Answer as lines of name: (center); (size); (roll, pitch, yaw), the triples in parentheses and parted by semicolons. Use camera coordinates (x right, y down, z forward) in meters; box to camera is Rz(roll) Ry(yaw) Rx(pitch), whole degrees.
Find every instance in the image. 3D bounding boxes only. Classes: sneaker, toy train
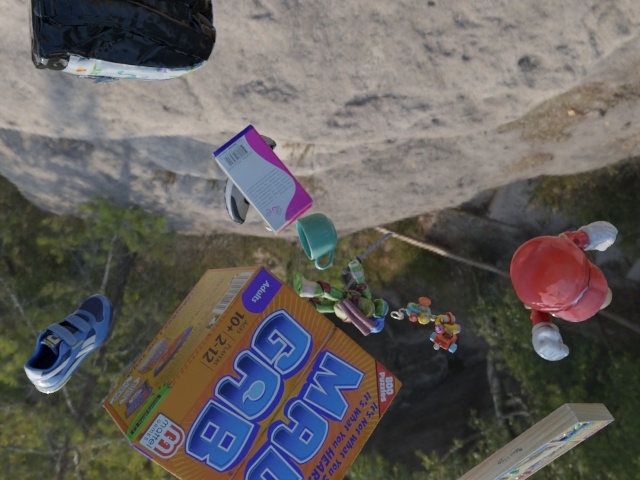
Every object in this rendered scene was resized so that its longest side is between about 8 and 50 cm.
sneaker: (-0.326, 0.127, 0.852); (0.053, 0.144, 0.059); (21, 154, 22)
toy train: (0.242, 0.174, 1.420); (0.125, 0.166, 0.046); (-12, 125, -49)
sneaker: (-0.199, -0.176, 1.862); (0.108, 0.271, 0.100); (13, 176, 16)

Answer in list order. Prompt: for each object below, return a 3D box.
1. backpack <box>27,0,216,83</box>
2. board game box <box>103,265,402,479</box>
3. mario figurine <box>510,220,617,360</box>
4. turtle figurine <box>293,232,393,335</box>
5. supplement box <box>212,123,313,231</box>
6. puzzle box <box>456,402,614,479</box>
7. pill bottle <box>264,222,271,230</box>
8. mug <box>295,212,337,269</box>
backpack: (-0.380, -0.441, 1.278); (0.356, 0.290, 0.273); (-4, 178, -27)
board game box: (-0.144, 0.297, 1.266); (0.356, 0.356, 0.356); (41, 161, -17)
mario figurine: (0.410, 0.078, 1.051); (0.170, 0.198, 0.320); (-15, 173, 20)
turtle figurine: (0.046, 0.121, 1.779); (0.266, 0.274, 0.198); (4, 170, -21)
supplement box: (-0.127, -0.132, 1.469); (0.111, 0.114, 0.220); (-38, 87, -5)
puzzle box: (0.521, 0.543, 1.649); (0.409, 0.052, 0.272); (-46, 145, 23)
pill bottle: (-0.129, -0.091, 1.825); (0.065, 0.065, 0.116); (-3, 118, 6)
mug: (-0.004, -0.008, 1.999); (0.097, 0.129, 0.157); (-22, 126, -11)
